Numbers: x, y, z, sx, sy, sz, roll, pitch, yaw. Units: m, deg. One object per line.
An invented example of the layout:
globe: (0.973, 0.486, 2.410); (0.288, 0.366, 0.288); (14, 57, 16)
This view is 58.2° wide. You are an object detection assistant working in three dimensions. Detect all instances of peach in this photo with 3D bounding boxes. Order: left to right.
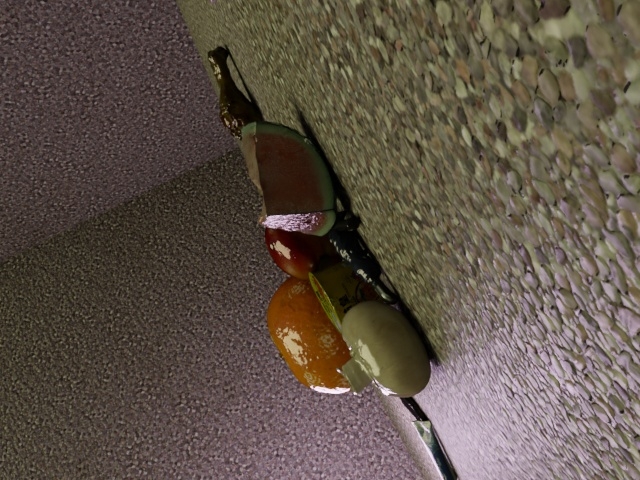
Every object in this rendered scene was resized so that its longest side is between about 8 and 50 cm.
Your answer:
peach: (-0.051, -0.001, 1.578); (0.244, 0.199, 0.243); (25, -160, -10)

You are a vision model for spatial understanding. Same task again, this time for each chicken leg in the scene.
chicken leg: (-0.319, -0.505, 2.076); (0.361, 0.140, 0.211); (61, -177, -24)

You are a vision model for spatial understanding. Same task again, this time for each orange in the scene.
orange: (0.015, 0.276, 1.777); (0.423, 0.326, 0.424); (63, 175, 9)

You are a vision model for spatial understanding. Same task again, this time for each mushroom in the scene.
mushroom: (0.135, 0.265, 1.318); (0.246, 0.202, 0.246); (50, 175, 6)

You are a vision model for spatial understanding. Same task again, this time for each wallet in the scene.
wallet: (0.319, 0.583, 1.976); (0.124, 0.025, 0.244); (64, 171, -23)

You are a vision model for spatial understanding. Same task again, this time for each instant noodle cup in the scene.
instant noodle cup: (0.074, 0.128, 1.473); (0.182, 0.144, 0.182); (60, 170, 17)

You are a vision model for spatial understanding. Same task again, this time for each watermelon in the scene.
watermelon: (-0.076, -0.143, 1.313); (0.318, 0.226, 0.148); (52, 148, -5)

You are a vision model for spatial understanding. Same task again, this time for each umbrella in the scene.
umbrella: (0.101, 0.053, 1.351); (0.248, 0.071, 0.071); (53, 169, 39)

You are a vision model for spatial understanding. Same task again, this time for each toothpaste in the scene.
toothpaste: (0.378, 0.691, 1.851); (0.268, 0.047, 0.069); (64, 167, -8)

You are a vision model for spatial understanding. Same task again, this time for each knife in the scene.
knife: (0.041, -0.046, 1.377); (0.028, 0.060, 0.230); (32, 167, -17)

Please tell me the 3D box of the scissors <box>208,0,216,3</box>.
scissors: (-0.373, -0.814, 1.677); (0.242, 0.031, 0.118); (61, 173, -7)

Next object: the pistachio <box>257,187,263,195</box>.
pistachio: (-0.096, -0.187, 1.593); (0.237, 0.153, 0.137); (-73, -24, -53)
